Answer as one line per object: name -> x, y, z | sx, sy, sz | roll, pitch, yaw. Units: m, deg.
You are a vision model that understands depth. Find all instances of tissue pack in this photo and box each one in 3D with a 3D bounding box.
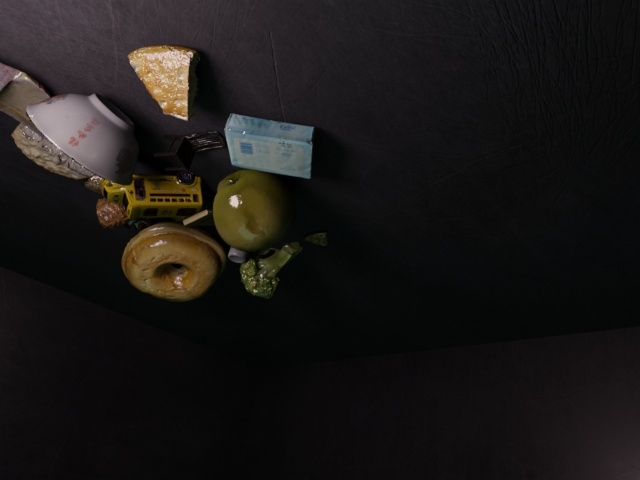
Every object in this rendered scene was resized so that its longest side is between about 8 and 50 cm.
tissue pack -> -0.149, -0.290, 1.323 | 0.263, 0.089, 0.177 | 8, 151, 2

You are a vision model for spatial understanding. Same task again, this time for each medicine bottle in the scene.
medicine bottle -> -0.350, 0.026, 1.870 | 0.080, 0.131, 0.080 | 9, 148, 6

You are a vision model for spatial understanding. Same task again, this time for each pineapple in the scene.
pineapple -> -0.739, -0.125, 1.678 | 0.247, 0.128, 0.128 | -14, 155, -20

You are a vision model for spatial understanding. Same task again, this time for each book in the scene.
book -> -0.398, -0.090, 1.679 | 0.161, 0.027, 0.230 | -18, 172, 38

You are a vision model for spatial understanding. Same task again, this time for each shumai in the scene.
shumai -> -0.805, -0.234, 1.612 | 0.145, 0.116, 0.145 | 12, 168, 3

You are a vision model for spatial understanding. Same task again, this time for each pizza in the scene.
pizza -> -0.419, -0.446, 1.175 | 0.203, 0.081, 0.188 | 17, 127, 10
pizza -> 0.000, 0.000, 1.812 | 0.122, 0.027, 0.108 | -15, 142, 37

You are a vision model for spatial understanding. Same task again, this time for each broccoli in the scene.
broccoli -> -0.251, 0.130, 1.887 | 0.186, 0.254, 0.302 | 27, 146, -24

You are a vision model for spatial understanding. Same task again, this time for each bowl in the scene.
bowl -> -0.673, -0.338, 1.299 | 0.157, 0.345, 0.345 | -45, 130, 4

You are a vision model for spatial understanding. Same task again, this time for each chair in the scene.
chair -> -0.420, -0.291, 1.396 | 0.212, 0.102, 0.084 | 2, 148, 18

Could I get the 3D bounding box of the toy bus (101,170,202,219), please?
toy bus -> -0.602, -0.162, 1.542 | 0.330, 0.151, 0.145 | -3, 160, -30

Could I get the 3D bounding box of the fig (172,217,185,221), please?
fig -> -0.583, -0.161, 1.725 | 0.093, 0.093, 0.166 | -13, 103, 35

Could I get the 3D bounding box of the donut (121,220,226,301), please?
donut -> -0.649, 0.096, 1.917 | 0.448, 0.198, 0.449 | -9, 132, -10

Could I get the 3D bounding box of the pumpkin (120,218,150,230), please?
pumpkin -> -0.808, -0.136, 1.761 | 0.253, 0.131, 0.149 | 5, 149, 13

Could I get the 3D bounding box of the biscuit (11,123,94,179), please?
biscuit -> -0.986, -0.309, 1.576 | 0.179, 0.084, 0.281 | -17, 140, 38

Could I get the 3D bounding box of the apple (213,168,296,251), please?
apple -> -0.231, -0.109, 1.460 | 0.291, 0.292, 0.254 | -8, 126, 30

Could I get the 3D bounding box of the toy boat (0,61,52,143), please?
toy boat -> -0.948, -0.450, 1.330 | 0.293, 0.111, 0.275 | 20, 149, -39
